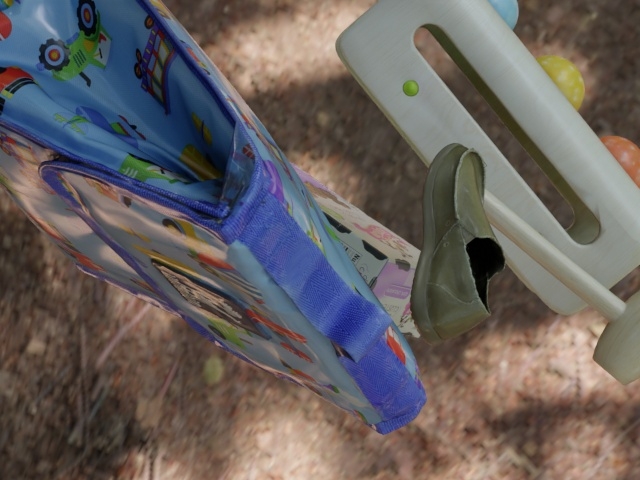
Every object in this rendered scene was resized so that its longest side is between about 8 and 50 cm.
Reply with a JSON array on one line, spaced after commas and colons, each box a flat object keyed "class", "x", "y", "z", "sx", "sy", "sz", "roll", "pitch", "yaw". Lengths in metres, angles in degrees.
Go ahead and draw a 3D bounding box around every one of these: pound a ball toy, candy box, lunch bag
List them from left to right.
[{"class": "lunch bag", "x": -0.059, "y": -0.022, "z": 0.903, "sx": 0.138, "sy": 0.221, "sz": 0.293, "roll": -46, "pitch": 51, "yaw": -9}, {"class": "candy box", "x": 0.000, "y": 0.000, "z": 1.470, "sx": 0.196, "sy": 0.165, "sz": 0.070, "roll": 35, "pitch": 98, "yaw": 23}, {"class": "pound a ball toy", "x": 0.159, "y": -0.066, "z": 1.253, "sx": 0.136, "sy": 0.208, "sz": 0.319, "roll": -40, "pitch": 95, "yaw": 3}]

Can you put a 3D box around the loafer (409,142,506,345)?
[{"class": "loafer", "x": 0.093, "y": 0.001, "z": 1.081, "sx": 0.050, "sy": 0.056, "sz": 0.148, "roll": -6, "pitch": 56, "yaw": 24}]
